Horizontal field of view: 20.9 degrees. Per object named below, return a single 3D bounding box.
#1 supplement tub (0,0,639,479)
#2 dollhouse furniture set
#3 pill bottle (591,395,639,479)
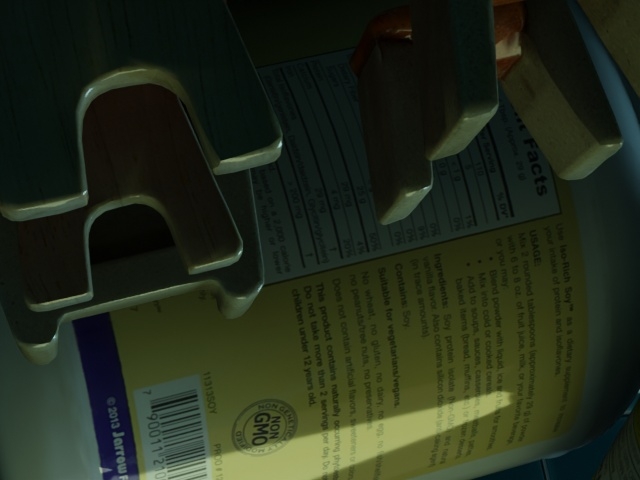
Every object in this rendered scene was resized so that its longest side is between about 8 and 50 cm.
[{"bbox_3d":[0.000,0.000,0.767,0.331,0.241,0.241,-14,-178,-16],"label":"supplement tub"},{"bbox_3d":[-0.066,-0.053,0.475,0.262,0.135,0.259,-13,171,-10],"label":"dollhouse furniture set"},{"bbox_3d":[0.178,0.098,0.702,0.119,0.208,0.119,15,-146,-10],"label":"pill bottle"}]
